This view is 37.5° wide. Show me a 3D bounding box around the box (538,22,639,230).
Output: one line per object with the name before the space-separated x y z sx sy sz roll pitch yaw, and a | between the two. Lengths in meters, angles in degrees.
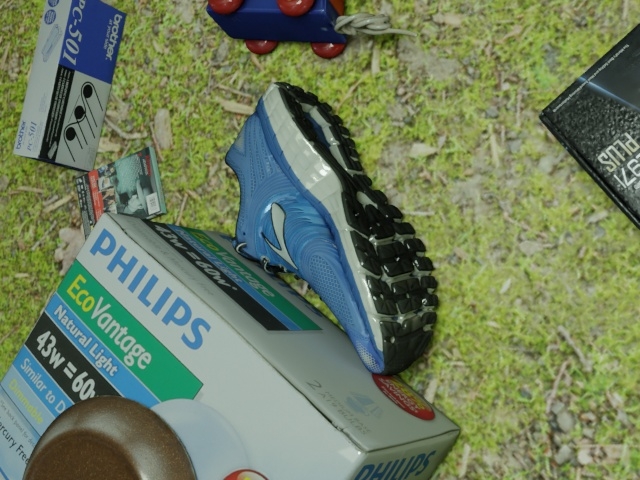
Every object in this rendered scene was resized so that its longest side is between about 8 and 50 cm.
box | 0.312 -0.112 0.830 0.180 0.077 0.147 -42 67 16

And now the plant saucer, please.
plant saucer | -0.196 0.235 0.818 0.199 0.036 0.198 -3 83 26

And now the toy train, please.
toy train | 0.009 -0.280 1.006 0.248 0.105 0.143 9 74 28

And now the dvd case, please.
dvd case | -0.245 -0.055 1.150 0.120 0.013 0.087 -20 75 25

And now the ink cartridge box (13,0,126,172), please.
ink cartridge box | -0.305 -0.194 1.151 0.046 0.097 0.207 11 88 28

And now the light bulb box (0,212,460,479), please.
light bulb box | -0.128 0.222 0.933 0.358 0.225 0.361 38 102 26

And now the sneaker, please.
sneaker | 0.000 0.000 0.968 0.147 0.130 0.330 -43 60 28
